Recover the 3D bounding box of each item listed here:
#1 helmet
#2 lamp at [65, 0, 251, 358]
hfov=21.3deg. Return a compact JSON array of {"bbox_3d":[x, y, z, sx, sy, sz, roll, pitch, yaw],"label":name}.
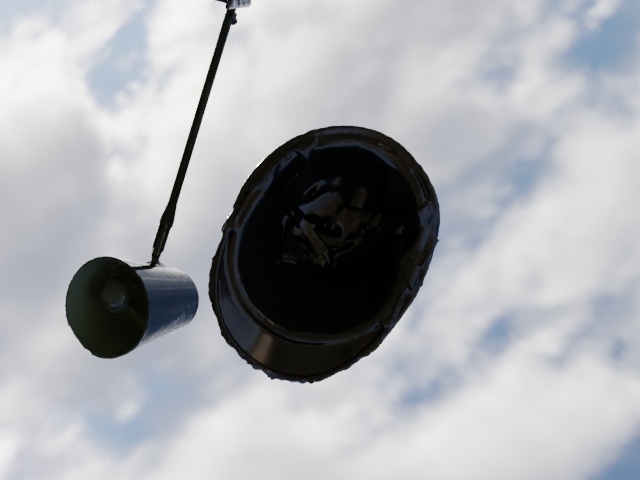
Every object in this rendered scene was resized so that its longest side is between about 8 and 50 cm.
[{"bbox_3d":[-0.001,0.001,0.545,0.084,0.065,0.049,-57,-170,6],"label":"helmet"},{"bbox_3d":[-0.048,-0.023,0.552,0.041,0.054,0.121,12,-84,27],"label":"lamp"}]
